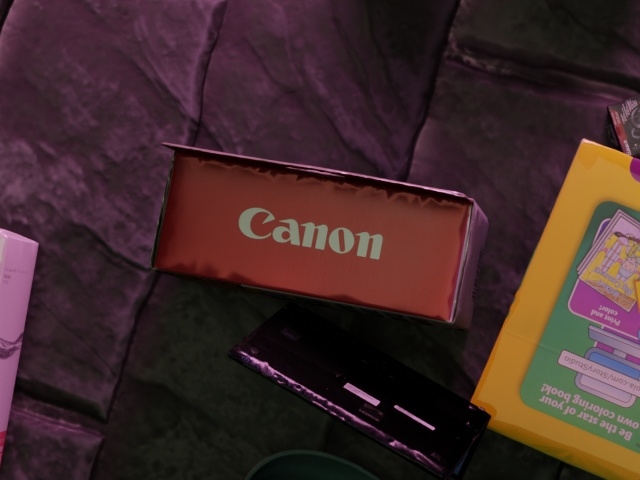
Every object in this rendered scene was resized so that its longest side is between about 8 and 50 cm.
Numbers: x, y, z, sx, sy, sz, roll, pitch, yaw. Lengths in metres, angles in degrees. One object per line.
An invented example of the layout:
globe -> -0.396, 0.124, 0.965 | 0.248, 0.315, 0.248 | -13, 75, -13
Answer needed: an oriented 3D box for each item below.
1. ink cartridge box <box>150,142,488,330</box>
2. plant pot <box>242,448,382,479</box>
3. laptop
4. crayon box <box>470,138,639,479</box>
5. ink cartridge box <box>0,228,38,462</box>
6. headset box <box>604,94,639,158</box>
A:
ink cartridge box -> 0.000, 0.000, 1.656 | 0.309, 0.272, 0.130 | 10, 87, 11
plant pot -> -0.020, 0.385, 1.642 | 0.293, 0.293, 0.196 | 50, 121, 10
laptop -> 0.033, 0.177, 1.623 | 0.234, 0.264, 0.136 | 29, 112, 11
crayon box -> 0.374, 0.110, 1.669 | 0.363, 0.106, 0.313 | 23, 90, 11
ink cartridge box -> -0.439, 0.116, 1.796 | 0.207, 0.117, 0.283 | 9, 87, 10
headset box -> 0.343, -0.122, 1.731 | 0.083, 0.032, 0.062 | -19, 82, 8
